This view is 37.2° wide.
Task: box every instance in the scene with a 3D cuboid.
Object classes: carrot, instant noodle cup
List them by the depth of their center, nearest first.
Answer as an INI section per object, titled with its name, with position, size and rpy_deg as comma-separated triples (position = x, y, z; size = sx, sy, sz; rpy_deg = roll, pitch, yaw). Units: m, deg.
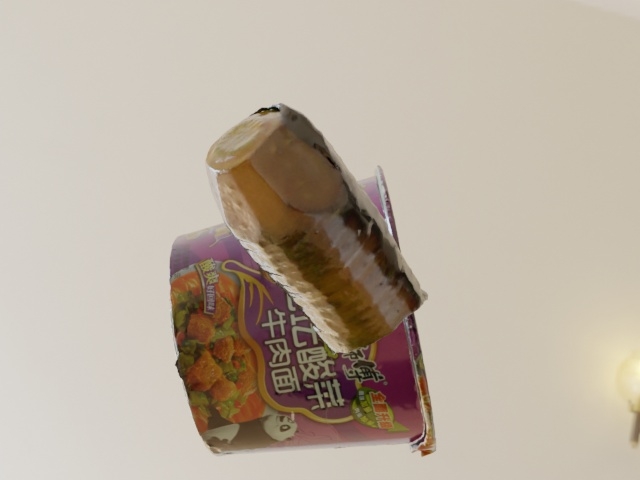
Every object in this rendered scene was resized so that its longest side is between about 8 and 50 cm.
[carrot]
position = 0.000, 0.000, 0.568
size = 0.082, 0.082, 0.173
rpy_deg = -3, -46, 45
[instant noodle cup]
position = -0.016, 0.074, 0.824
size = 0.190, 0.251, 0.251
rpy_deg = -11, -19, 3
